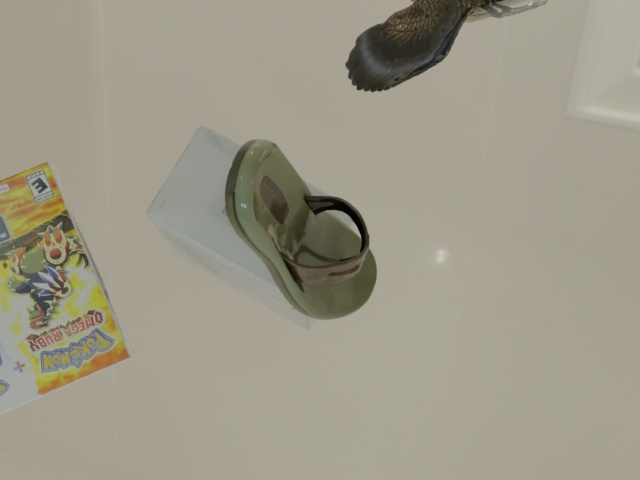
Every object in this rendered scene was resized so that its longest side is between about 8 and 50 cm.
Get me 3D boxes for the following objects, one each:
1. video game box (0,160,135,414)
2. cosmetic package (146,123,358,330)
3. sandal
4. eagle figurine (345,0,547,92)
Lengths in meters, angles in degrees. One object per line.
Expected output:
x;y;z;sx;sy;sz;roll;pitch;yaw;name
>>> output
-0.290;0.056;0.913;0.205;0.187;0.048;-24;2;-6;video game box
-0.081;-0.008;1.369;0.224;0.225;0.138;29;80;8;cosmetic package
-0.001;0.001;1.098;0.086;0.303;0.120;1;68;25;sandal
0.172;-0.339;1.488;0.226;0.298;0.225;5;60;-8;eagle figurine
